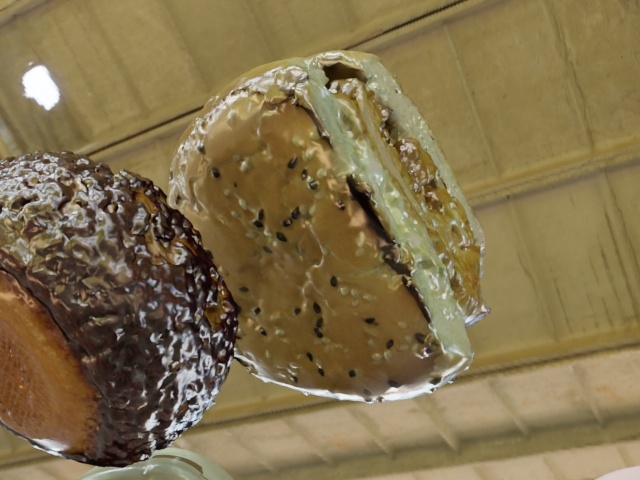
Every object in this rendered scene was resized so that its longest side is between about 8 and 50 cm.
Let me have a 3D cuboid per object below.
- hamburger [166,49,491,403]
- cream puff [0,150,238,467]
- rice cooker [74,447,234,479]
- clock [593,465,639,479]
[{"bbox_3d":[0.000,0.000,0.720,0.277,0.195,0.318,-29,-85,39],"label":"hamburger"},{"bbox_3d":[-0.170,0.046,0.555,0.239,0.165,0.239,19,-49,24],"label":"cream puff"},{"bbox_3d":[-0.161,0.301,0.682,0.226,0.226,0.244,30,-11,-4],"label":"rice cooker"},{"bbox_3d":[0.541,0.506,1.082,0.377,0.250,0.368,3,-65,4],"label":"clock"}]
